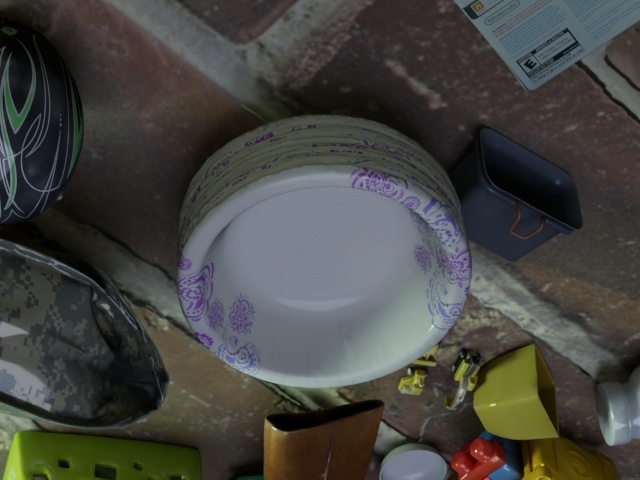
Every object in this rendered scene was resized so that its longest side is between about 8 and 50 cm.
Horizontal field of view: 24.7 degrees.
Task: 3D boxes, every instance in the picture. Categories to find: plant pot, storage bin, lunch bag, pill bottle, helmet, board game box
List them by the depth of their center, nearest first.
[{"bbox_3d":[0.183,-0.304,1.261,0.224,0.097,0.303,-33,129,16],"label":"board game box"},{"bbox_3d":[-0.288,-0.102,1.305,0.169,0.161,0.169,-5,130,-6],"label":"helmet"},{"bbox_3d":[-0.300,0.082,1.397,0.287,0.235,0.169,23,81,-27],"label":"lunch bag"},{"bbox_3d":[0.187,-0.034,1.495,0.135,0.098,0.091,25,132,-27],"label":"storage bin"},{"bbox_3d":[-0.254,0.371,1.657,0.227,0.207,0.228,8,116,-15],"label":"plant pot"},{"bbox_3d":[0.222,0.181,1.688,0.083,0.081,0.081,-15,132,19],"label":"plant pot"},{"bbox_3d":[0.421,0.190,1.709,0.184,0.103,0.103,-8,131,-3],"label":"pill bottle"}]

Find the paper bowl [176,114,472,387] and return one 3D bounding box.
[{"bbox_3d":[0.000,0.000,1.444,0.284,0.148,0.284,-3,130,-3],"label":"paper bowl"}]

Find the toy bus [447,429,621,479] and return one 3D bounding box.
[{"bbox_3d":[0.222,0.317,1.762,0.211,0.149,0.220,36,119,-23],"label":"toy bus"}]

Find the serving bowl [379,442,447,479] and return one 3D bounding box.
[{"bbox_3d":[0.110,0.273,1.775,0.083,0.027,0.083,-5,131,-6],"label":"serving bowl"}]

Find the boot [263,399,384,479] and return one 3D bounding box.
[{"bbox_3d":[0.034,0.310,1.728,0.264,0.096,0.280,-1,111,-25],"label":"boot"}]

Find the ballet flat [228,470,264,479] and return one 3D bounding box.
[{"bbox_3d":[-0.093,0.393,1.805,0.096,0.095,0.280,7,116,-3],"label":"ballet flat"}]

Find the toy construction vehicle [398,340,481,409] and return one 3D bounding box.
[{"bbox_3d":[0.137,0.151,1.673,0.086,0.035,0.098,13,126,-19],"label":"toy construction vehicle"}]
